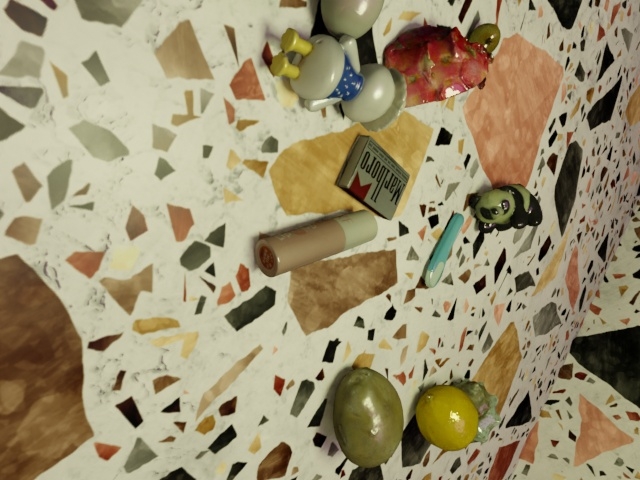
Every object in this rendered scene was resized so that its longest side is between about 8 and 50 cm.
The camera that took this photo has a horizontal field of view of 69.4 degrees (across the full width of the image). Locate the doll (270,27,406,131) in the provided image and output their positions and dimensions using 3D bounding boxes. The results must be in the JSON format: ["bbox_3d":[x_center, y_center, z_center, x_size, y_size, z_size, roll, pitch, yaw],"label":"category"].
[{"bbox_3d":[0.047,-0.270,0.794,0.293,0.119,0.138,9,123,-40],"label":"doll"}]

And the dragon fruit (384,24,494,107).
[{"bbox_3d":[0.250,-0.363,0.918,0.274,0.161,0.126,-35,129,-28],"label":"dragon fruit"}]

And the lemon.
[{"bbox_3d":[0.365,0.512,1.347,0.203,0.178,0.178,49,69,-20],"label":"lemon"}]

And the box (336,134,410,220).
[{"bbox_3d":[0.115,-0.126,0.963,0.177,0.036,0.115,30,83,-46],"label":"box"}]

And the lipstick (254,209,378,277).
[{"bbox_3d":[0.000,0.000,0.871,0.254,0.070,0.070,-18,117,-39],"label":"lipstick"}]

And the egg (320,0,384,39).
[{"bbox_3d":[0.053,-0.396,0.752,0.103,0.103,0.135,13,96,-46],"label":"egg"}]

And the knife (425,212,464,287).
[{"bbox_3d":[0.331,0.025,1.236,0.064,0.031,0.222,39,73,-41],"label":"knife"}]

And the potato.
[{"bbox_3d":[0.110,0.408,1.075,0.178,0.160,0.235,-63,138,-67],"label":"potato"}]

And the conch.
[{"bbox_3d":[0.487,0.586,1.501,0.203,0.169,0.386,-24,121,-22],"label":"conch"}]

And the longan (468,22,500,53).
[{"bbox_3d":[0.382,-0.463,1.069,0.075,0.083,0.075,-2,117,-4],"label":"longan"}]

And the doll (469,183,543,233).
[{"bbox_3d":[0.526,-0.090,1.318,0.234,0.143,0.135,-12,89,-40],"label":"doll"}]
